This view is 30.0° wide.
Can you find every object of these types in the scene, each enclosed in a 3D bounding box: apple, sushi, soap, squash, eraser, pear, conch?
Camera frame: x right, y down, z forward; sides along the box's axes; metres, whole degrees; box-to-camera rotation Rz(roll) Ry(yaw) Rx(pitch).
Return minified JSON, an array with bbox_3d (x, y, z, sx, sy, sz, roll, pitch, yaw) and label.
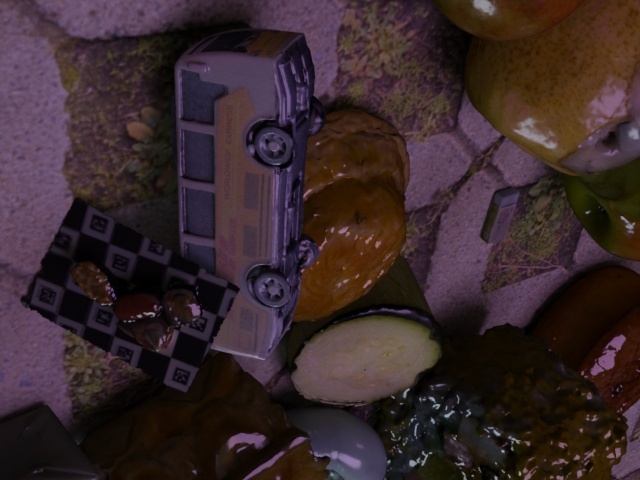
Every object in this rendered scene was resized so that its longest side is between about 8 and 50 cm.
[{"bbox_3d":[0.460,-0.093,1.658,0.226,0.246,0.246,-22,141,-7],"label":"apple"},{"bbox_3d":[-0.200,0.061,1.213,0.139,0.201,0.031,-62,179,18],"label":"sushi"},{"bbox_3d":[0.263,0.337,1.796,0.240,0.351,0.396,-17,138,-34],"label":"sushi"},{"bbox_3d":[0.187,-0.305,1.218,0.196,0.196,0.196,-27,141,-24],"label":"apple"},{"bbox_3d":[-0.356,0.315,1.341,0.182,0.138,0.199,-21,138,-31],"label":"soap"},{"bbox_3d":[0.046,0.122,1.604,0.220,0.133,0.220,-15,142,-12],"label":"squash"},{"bbox_3d":[0.256,-0.035,1.701,0.038,0.019,0.083,-16,136,-32],"label":"eraser"},{"bbox_3d":[0.298,-0.210,1.379,0.271,0.271,0.271,-27,141,-24],"label":"pear"},{"bbox_3d":[-0.016,0.296,1.667,0.221,0.121,0.185,16,139,-28],"label":"conch"}]

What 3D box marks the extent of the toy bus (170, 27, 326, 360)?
[{"bbox_3d":[-0.074,-0.045,1.212,0.097,0.138,0.342,-53,149,-56],"label":"toy bus"}]

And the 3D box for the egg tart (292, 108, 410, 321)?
[{"bbox_3d":[0.000,0.000,1.391,0.319,0.128,0.319,-29,144,-23],"label":"egg tart"}]

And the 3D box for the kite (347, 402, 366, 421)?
[{"bbox_3d":[0.021,0.299,1.813,0.159,0.010,0.190,-52,143,13],"label":"kite"}]

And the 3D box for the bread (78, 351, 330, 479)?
[{"bbox_3d":[-0.149,0.279,1.461,0.252,0.238,0.196,-41,179,-16],"label":"bread"}]

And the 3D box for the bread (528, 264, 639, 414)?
[{"bbox_3d":[0.485,0.180,2.026,0.312,0.172,0.312,-31,147,-23],"label":"bread"}]
